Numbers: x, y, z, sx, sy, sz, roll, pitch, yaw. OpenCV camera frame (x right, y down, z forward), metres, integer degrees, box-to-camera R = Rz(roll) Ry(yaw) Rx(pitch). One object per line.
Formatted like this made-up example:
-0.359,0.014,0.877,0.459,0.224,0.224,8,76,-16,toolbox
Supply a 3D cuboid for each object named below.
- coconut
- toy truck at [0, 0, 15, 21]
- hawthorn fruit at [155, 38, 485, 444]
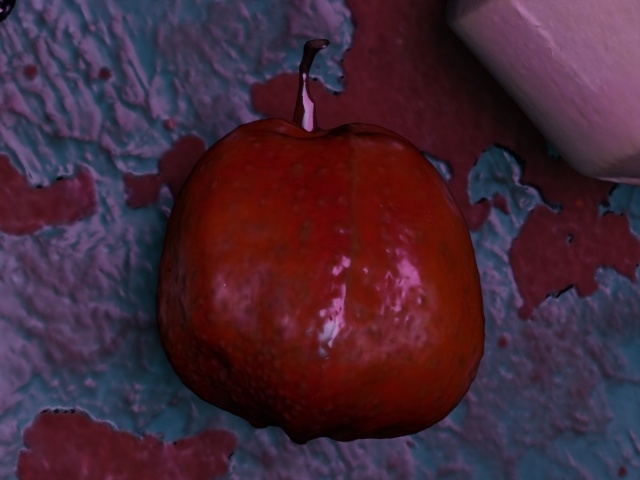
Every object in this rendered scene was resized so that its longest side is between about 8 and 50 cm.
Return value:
0.176,-0.149,0.885,0.241,0.241,0.241,3,83,-21,coconut
-0.157,-0.164,0.833,0.111,0.076,0.077,-37,78,-22,toy truck
0.000,0.000,0.825,0.157,0.157,0.194,-1,85,-22,hawthorn fruit
